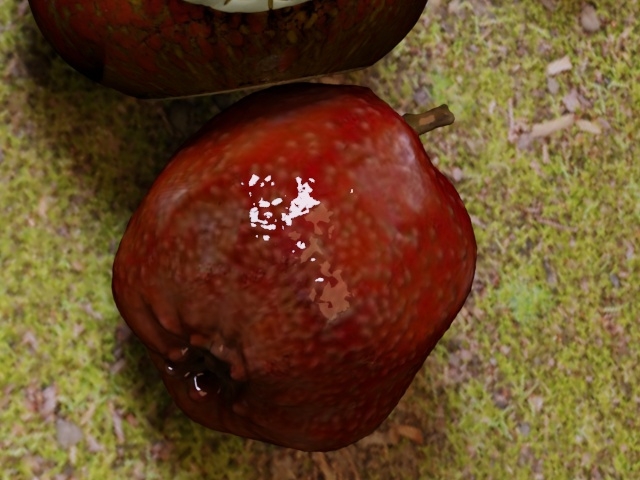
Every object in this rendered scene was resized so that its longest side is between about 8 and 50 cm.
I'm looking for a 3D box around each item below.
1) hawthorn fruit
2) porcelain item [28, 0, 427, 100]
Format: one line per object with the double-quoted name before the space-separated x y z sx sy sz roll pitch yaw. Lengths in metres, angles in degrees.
"hawthorn fruit" 0.000 0.000 1.161 0.205 0.205 0.253 51 54 -14
"porcelain item" -0.057 -0.201 1.120 0.253 0.253 0.253 5 80 -31
